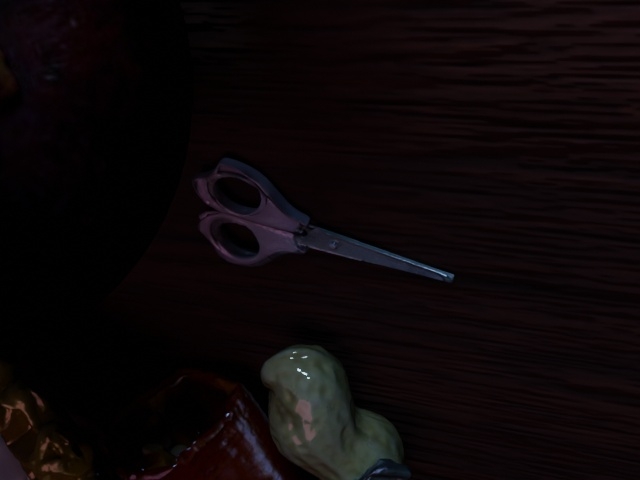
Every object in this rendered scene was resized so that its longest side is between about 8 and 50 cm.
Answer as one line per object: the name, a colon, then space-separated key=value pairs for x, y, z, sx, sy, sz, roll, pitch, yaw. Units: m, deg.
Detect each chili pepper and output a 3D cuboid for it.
chili pepper: x=-0.060 y=0.267 z=1.047 sx=0.131 sy=0.134 sz=0.338 roll=4 pitch=134 yaw=46

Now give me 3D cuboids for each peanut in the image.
peanut: x=0.011 y=0.152 z=0.915 sx=0.082 sy=0.082 sz=0.187 roll=-9 pitch=129 yaw=41

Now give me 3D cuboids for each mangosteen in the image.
mangosteen: x=-0.226 y=-0.086 z=0.635 sx=0.307 sy=0.307 sz=0.347 roll=42 pitch=174 yaw=-16

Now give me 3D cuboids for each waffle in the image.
waffle: x=-0.216 y=0.217 z=1.043 sx=0.329 sy=0.062 sz=0.329 roll=51 pitch=164 yaw=20

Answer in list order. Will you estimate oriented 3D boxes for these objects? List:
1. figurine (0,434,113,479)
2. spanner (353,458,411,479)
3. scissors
figurine: x=-0.307 y=0.250 z=1.260 sx=0.178 sy=0.109 sz=0.129 roll=11 pitch=114 yaw=25
spanner: x=-0.039 y=0.276 z=0.938 sx=0.093 sy=0.026 sz=0.325 roll=31 pitch=119 yaw=-25
scissors: x=0.000 y=0.000 z=0.790 sx=0.189 sy=0.015 sz=0.100 roll=18 pitch=140 yaw=15
